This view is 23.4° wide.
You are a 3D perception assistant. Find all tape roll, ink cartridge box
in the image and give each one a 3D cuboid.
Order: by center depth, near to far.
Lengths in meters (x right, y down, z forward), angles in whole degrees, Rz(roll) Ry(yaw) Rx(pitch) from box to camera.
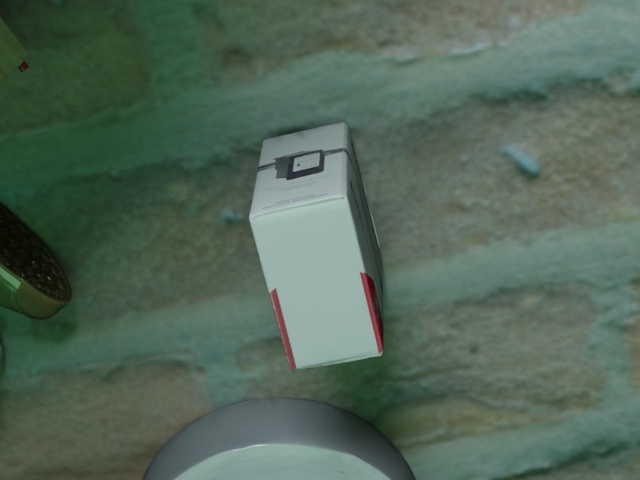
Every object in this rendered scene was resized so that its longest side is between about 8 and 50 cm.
[{"bbox_3d":[0.000,0.000,0.996,0.063,0.150,0.109,-13,111,6],"label":"ink cartridge box"},{"bbox_3d":[-0.029,0.226,1.121,0.219,0.072,0.219,-1,111,-3],"label":"tape roll"}]

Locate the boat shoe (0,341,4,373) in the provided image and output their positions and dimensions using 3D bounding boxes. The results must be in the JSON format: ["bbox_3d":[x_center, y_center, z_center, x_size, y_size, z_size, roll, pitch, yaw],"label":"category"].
[{"bbox_3d":[-0.339,0.089,1.050,0.233,0.079,0.084,0,113,0],"label":"boat shoe"}]

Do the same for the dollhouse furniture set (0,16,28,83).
[{"bbox_3d":[-0.207,-0.176,0.949,0.184,0.129,0.129,-40,110,-15],"label":"dollhouse furniture set"}]

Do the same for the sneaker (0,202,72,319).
[{"bbox_3d":[-0.264,0.000,1.032,0.192,0.064,0.086,42,111,-16],"label":"sneaker"}]
